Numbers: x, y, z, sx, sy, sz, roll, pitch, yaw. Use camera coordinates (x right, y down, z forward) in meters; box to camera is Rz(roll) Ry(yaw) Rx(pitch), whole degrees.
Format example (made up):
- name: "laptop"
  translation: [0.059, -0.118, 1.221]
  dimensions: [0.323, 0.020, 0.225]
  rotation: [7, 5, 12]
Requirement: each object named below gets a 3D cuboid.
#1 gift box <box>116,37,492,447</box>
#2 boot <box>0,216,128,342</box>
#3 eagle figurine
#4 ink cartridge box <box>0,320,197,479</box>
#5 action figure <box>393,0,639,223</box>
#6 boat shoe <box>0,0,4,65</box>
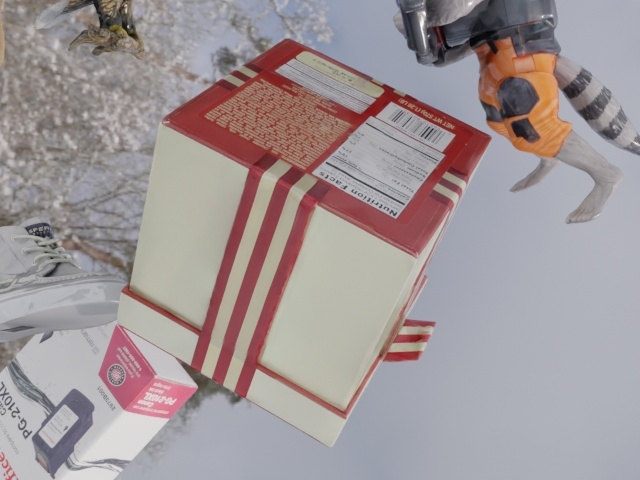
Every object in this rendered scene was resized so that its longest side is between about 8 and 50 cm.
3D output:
- name: "gift box"
  translation: [0.000, 0.000, 0.729]
  dimensions: [0.255, 0.276, 0.258]
  rotation: [31, -52, 13]
- name: "boot"
  translation: [-0.295, 0.031, 0.830]
  dimensions: [0.258, 0.095, 0.123]
  rotation: [-11, -109, 30]
- name: "eagle figurine"
  translation: [-0.293, -0.428, 1.194]
  dimensions: [0.226, 0.225, 0.298]
  rotation: [9, -79, 44]
- name: "ink cartridge box"
  translation: [-0.296, 0.199, 0.970]
  dimensions: [0.237, 0.100, 0.172]
  rotation: [-47, -119, 3]
- name: "action figure"
  translation: [0.188, -0.206, 0.807]
  dimensions: [0.178, 0.341, 0.330]
  rotation: [-22, -77, 16]
- name: "boat shoe"
  translation: [-0.500, -0.347, 1.143]
  dimensions: [0.073, 0.073, 0.207]
  rotation: [-3, -86, 19]
